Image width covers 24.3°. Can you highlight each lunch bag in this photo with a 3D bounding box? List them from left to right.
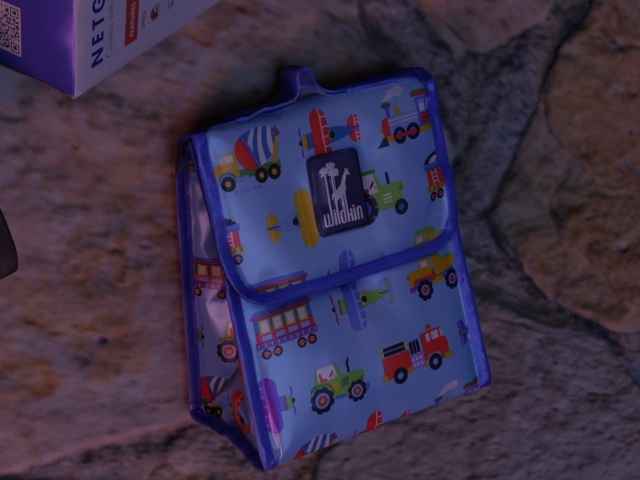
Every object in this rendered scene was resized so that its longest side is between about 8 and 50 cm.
[{"bbox_3d":[0.000,0.000,1.190,0.221,0.138,0.293,-18,113,-26],"label":"lunch bag"}]

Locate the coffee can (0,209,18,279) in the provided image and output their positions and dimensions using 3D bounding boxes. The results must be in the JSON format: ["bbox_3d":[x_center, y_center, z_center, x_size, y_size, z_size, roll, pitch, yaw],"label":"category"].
[{"bbox_3d":[-0.346,-0.001,0.861,0.275,0.201,0.201,-31,130,-18],"label":"coffee can"}]

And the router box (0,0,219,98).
[{"bbox_3d":[-0.076,-0.295,0.848,0.301,0.082,0.335,-43,151,-45],"label":"router box"}]
